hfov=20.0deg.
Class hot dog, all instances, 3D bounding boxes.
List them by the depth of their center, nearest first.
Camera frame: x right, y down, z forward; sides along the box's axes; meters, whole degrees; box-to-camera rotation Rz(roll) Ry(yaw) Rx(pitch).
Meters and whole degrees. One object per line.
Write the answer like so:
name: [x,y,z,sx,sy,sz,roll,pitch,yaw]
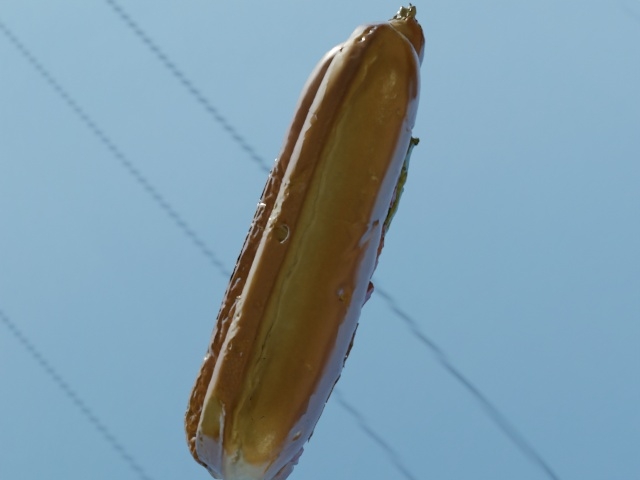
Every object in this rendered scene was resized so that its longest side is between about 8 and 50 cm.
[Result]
hot dog: [0.000,0.000,0.824,0.062,0.092,0.235,21,-94,-7]
